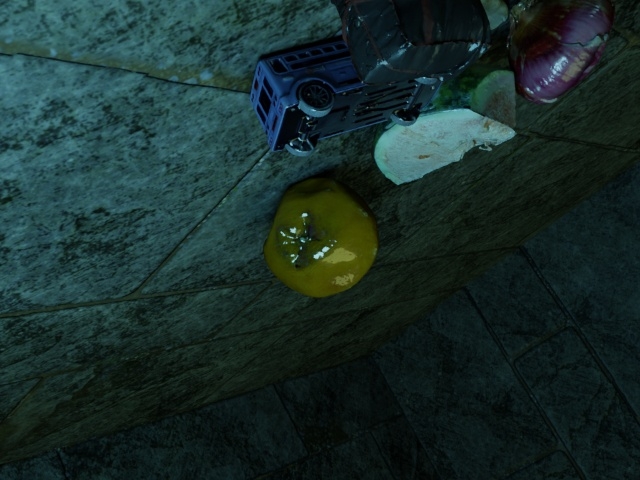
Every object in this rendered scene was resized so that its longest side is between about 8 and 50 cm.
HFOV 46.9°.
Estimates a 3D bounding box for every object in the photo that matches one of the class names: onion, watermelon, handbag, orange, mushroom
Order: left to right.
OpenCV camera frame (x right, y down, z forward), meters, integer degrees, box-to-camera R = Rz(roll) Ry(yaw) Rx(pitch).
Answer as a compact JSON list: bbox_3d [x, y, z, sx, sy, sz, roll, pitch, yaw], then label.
[{"bbox_3d":[0.000,0.000,1.496,0.249,0.249,0.183,-37,177,22],"label":"orange"},{"bbox_3d":[0.097,-0.303,0.927,0.169,0.215,0.155,-7,160,-41],"label":"handbag"},{"bbox_3d":[0.205,-0.212,1.358,0.224,0.180,0.305,-32,-175,-38],"label":"watermelon"},{"bbox_3d":[0.269,-0.389,1.216,0.059,0.054,0.202,-33,167,27],"label":"mushroom"},{"bbox_3d":[0.399,-0.360,1.298,0.163,0.230,0.230,25,134,-21],"label":"onion"}]

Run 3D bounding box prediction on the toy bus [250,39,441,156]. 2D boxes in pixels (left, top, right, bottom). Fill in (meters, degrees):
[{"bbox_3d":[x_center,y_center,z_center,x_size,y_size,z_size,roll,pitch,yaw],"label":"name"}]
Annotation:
[{"bbox_3d":[0.046,-0.239,1.140,0.292,0.133,0.125,-19,159,-23],"label":"toy bus"}]
